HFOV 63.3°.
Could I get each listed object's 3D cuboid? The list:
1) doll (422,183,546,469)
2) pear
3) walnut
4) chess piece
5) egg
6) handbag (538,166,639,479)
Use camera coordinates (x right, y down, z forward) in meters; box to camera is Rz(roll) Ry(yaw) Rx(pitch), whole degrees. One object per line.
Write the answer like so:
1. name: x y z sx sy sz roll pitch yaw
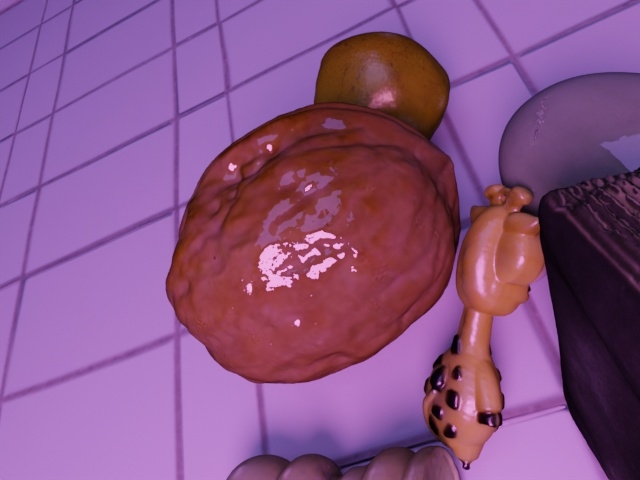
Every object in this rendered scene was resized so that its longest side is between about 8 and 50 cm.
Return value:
1. doll: 0.168 0.086 0.545 0.117 0.086 0.291 20 99 64
2. pear: 0.087 -0.206 0.757 0.198 0.198 0.198 -13 57 20
3. walnut: -0.002 -0.003 0.604 0.343 0.306 0.306 -30 53 12
4. chess piece: 0.008 0.284 0.537 0.251 0.144 0.145 -10 57 29
5. egg: 0.318 -0.061 0.532 0.282 0.203 0.203 37 82 28
6. handbag: 0.318 0.091 0.360 0.240 0.341 0.247 -19 34 8
